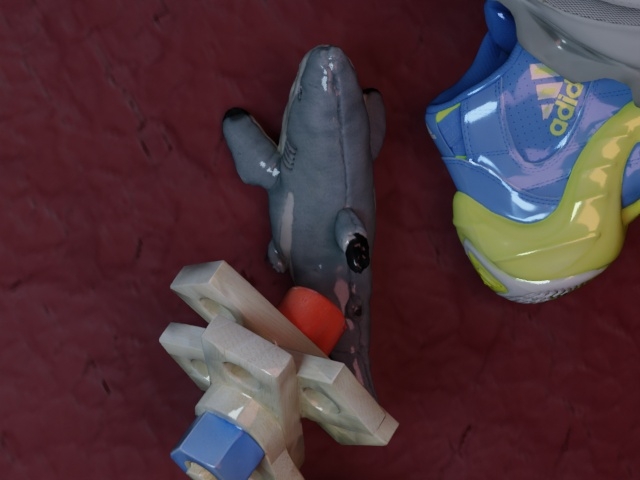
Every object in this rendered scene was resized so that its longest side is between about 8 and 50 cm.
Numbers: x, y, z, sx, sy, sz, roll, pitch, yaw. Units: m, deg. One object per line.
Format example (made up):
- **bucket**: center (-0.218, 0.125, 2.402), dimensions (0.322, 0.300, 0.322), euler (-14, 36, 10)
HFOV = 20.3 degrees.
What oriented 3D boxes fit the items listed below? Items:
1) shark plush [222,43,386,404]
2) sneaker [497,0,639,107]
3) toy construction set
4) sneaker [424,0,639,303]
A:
- **shark plush**: center (0.000, 0.000, 0.753), dimensions (0.073, 0.067, 0.161), euler (3, 91, -20)
- **sneaker**: center (0.044, -0.181, 0.694), dimensions (0.330, 0.146, 0.122), euler (28, 76, 0)
- **toy construction set**: center (-0.070, 0.175, 0.702), dimensions (0.215, 0.151, 0.327), euler (37, 81, -4)
- **sneaker**: center (0.149, -0.081, 0.791), dimensions (0.240, 0.091, 0.126), euler (-36, 103, -14)
